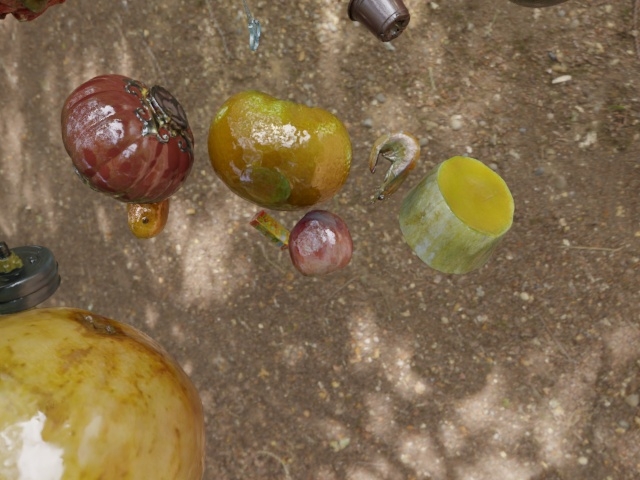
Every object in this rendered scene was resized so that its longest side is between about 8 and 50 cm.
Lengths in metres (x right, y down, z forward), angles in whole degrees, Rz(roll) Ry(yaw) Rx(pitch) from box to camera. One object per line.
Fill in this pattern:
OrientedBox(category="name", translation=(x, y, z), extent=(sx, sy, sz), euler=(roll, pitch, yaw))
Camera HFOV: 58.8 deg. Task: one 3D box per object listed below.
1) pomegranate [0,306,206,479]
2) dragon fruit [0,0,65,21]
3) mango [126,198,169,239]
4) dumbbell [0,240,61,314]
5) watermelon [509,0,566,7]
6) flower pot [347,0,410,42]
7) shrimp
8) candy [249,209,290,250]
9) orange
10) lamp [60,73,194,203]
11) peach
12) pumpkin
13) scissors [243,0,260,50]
OrientedBox(category="pomegranate", translation=(-0.337, 0.284, 0.675), extent=(0.410, 0.410, 0.410), euler=(12, 107, 45))
OrientedBox(category="dragon fruit", translation=(-0.742, -0.644, 1.345), extent=(0.314, 0.296, 0.263), euler=(56, 145, 0))
OrientedBox(category="mango", translation=(-0.447, -0.101, 1.499), extent=(0.141, 0.102, 0.217), euler=(88, 174, -47))
OrientedBox(category="dumbbell", translation=(-0.651, 0.172, 1.279), extent=(0.185, 0.185, 0.388), euler=(24, 131, 41))
OrientedBox(category="watermelon", translation=(0.526, -0.682, 1.281), extent=(0.359, 0.279, 0.278), euler=(-31, 74, 24))
OrientedBox(category="flower pot", translation=(0.118, -0.428, 1.064), extent=(0.089, 0.111, 0.111), euler=(53, 132, 12))
OrientedBox(category="shrimp", translation=(0.215, -0.228, 1.779), extent=(0.150, 0.068, 0.248), euler=(24, 98, 6))
OrientedBox(category="candy", translation=(-0.130, -0.027, 1.530), extent=(0.122, 0.038, 0.062), euler=(41, 158, -13))
OrientedBox(category="orange", translation=(-0.099, -0.193, 1.286), extent=(0.335, 0.196, 0.262), euler=(22, 119, 2))
OrientedBox(category="lamp", translation=(-0.422, -0.223, 1.261), extent=(0.257, 0.303, 0.303), euler=(-35, 70, 17))
OrientedBox(category="peach", translation=(0.000, 0.000, 1.284), extent=(0.152, 0.152, 0.152), euler=(12, 107, 45))
OrientedBox(category="pumpkin", translation=(0.413, -0.083, 1.670), extent=(0.332, 0.332, 0.199), euler=(63, 154, 16))
OrientedBox(category="scissors", translation=(-0.077, -0.241, 0.621), extent=(0.006, 0.083, 0.036), euler=(9, 76, 8))
